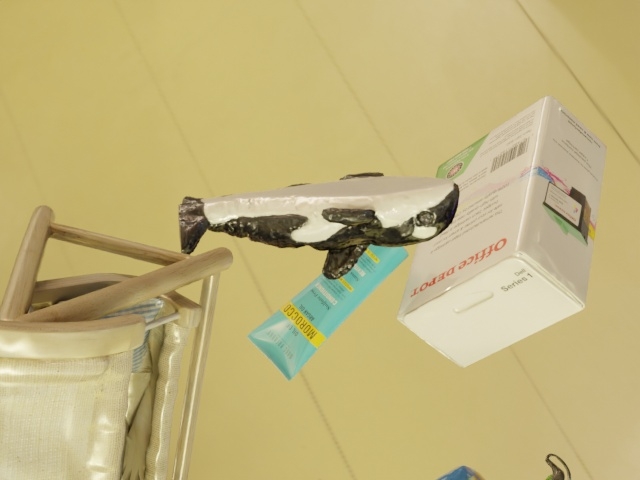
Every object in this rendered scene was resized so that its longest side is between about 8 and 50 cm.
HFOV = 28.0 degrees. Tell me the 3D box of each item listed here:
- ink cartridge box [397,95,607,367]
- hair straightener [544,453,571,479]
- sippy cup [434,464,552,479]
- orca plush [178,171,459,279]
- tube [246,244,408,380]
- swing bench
[{"bbox_3d":[0.222,-0.010,1.547,0.201,0.117,0.278,-33,27,41],"label":"ink cartridge box"},{"bbox_3d":[0.229,0.346,1.401,0.047,0.089,0.230,10,69,24],"label":"hair straightener"},{"bbox_3d":[0.178,0.407,1.569,0.305,0.240,0.224,-32,76,-12],"label":"sippy cup"},{"bbox_3d":[0.000,0.000,1.322,0.287,0.102,0.151,-9,16,-9],"label":"orca plush"},{"bbox_3d":[0.013,0.068,1.515,0.207,0.052,0.080,-44,57,-4],"label":"tube"},{"bbox_3d":[-0.190,0.139,0.918,0.165,0.255,0.253,13,109,9],"label":"swing bench"}]
